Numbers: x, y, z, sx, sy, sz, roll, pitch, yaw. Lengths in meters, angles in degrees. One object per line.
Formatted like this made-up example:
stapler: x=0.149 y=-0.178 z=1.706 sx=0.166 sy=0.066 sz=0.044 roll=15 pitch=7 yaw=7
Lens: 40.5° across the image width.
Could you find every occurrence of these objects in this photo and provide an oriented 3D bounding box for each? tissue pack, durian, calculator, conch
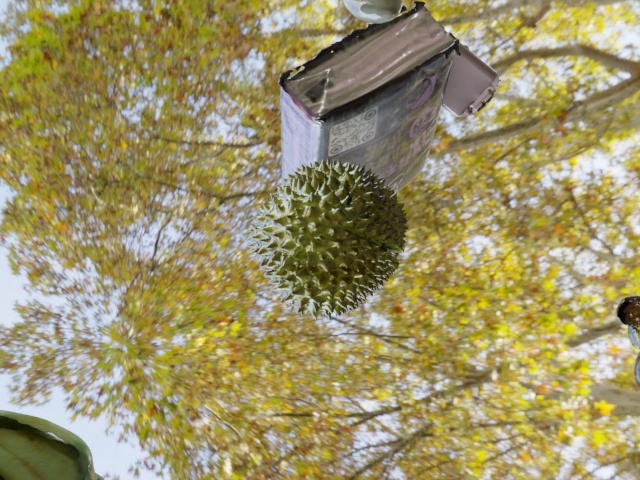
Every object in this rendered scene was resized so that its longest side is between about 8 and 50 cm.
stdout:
tissue pack: x=0.064 y=-0.165 z=1.326 sx=0.259 sy=0.361 sz=0.122 roll=-33 pitch=-110 yaw=-15
durian: x=0.006 y=-0.012 z=0.885 sx=0.146 sy=0.198 sz=0.159 roll=39 pitch=-79 yaw=-21
calculator: x=0.203 y=-0.269 z=1.386 sx=0.175 sy=0.032 sz=0.100 roll=35 pitch=-58 yaw=-17
conch: x=-0.240 y=0.185 z=0.686 sx=0.200 sy=0.095 sz=0.079 roll=21 pitch=-57 yaw=-19

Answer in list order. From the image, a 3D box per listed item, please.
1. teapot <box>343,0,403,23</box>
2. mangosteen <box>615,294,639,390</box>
teapot: x=0.061 y=-0.394 z=0.867 sx=0.220 sy=0.149 sz=0.318 roll=33 pitch=-98 yaw=33
mangosteen: x=0.580 y=0.159 z=1.189 sx=0.311 sy=0.311 sz=0.311 roll=2 pitch=-97 yaw=-13
